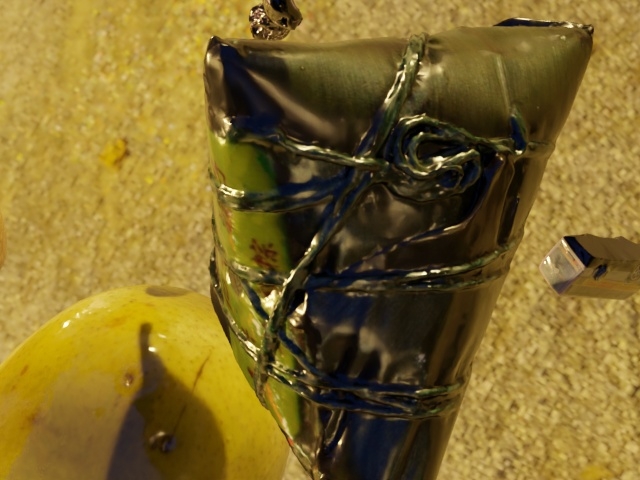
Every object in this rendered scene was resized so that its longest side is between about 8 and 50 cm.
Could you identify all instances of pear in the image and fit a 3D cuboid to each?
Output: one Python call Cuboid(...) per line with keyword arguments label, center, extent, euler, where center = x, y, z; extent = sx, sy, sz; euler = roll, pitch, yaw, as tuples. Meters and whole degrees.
Cuboid(label="pear", center=(-0.212, 0.239, 1.301), extent=(0.362, 0.362, 0.418), euler=(-17, 22, 38))

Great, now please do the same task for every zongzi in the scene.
Cuboid(label="zongzi", center=(0.000, 0.000, 0.909), extent=(0.362, 0.319, 0.383), euler=(30, 117, 56))

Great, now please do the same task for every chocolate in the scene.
Cuboid(label="chocolate", center=(-0.059, -0.288, 1.462), extent=(0.070, 0.072, 0.147), euler=(-57, 4, 2))

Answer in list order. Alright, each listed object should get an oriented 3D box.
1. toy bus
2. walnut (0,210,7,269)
Cuboid(label="toy bus", center=(0.327, 0.033, 1.351), extent=(0.072, 0.172, 0.057), euler=(-50, 56, 29))
Cuboid(label="walnut", center=(-0.433, -0.019, 1.189), extent=(0.193, 0.193, 0.225), euler=(-38, 67, 22))
